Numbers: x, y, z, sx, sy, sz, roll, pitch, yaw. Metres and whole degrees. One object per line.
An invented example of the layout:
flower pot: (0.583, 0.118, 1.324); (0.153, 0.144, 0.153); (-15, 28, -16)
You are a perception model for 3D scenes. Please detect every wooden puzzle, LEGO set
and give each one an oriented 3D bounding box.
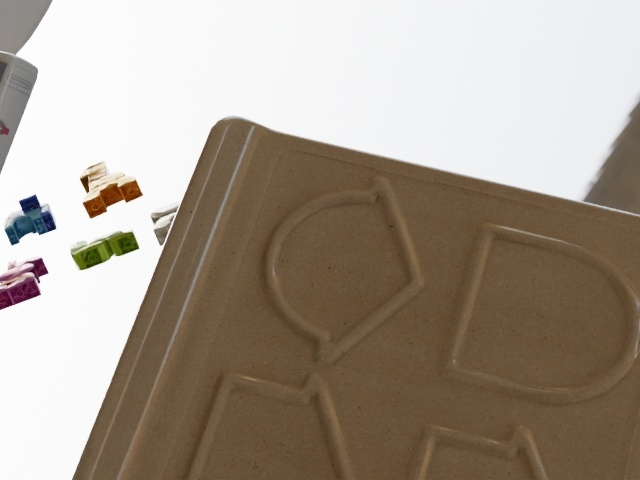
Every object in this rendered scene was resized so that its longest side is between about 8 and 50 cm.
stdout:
wooden puzzle: (0.056, 0.104, 1.040); (0.348, 0.080, 0.322); (16, -119, 5)
LEGO set: (-0.230, -0.025, 1.697); (0.227, 0.087, 0.093); (-21, -156, -1)

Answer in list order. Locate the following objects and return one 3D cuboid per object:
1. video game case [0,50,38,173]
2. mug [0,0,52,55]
video game case: (-0.237, -0.018, 0.809); (0.201, 0.023, 0.183); (17, -95, 35)
mug: (-0.354, -0.196, 1.118); (0.276, 0.328, 0.374); (14, -96, 56)
